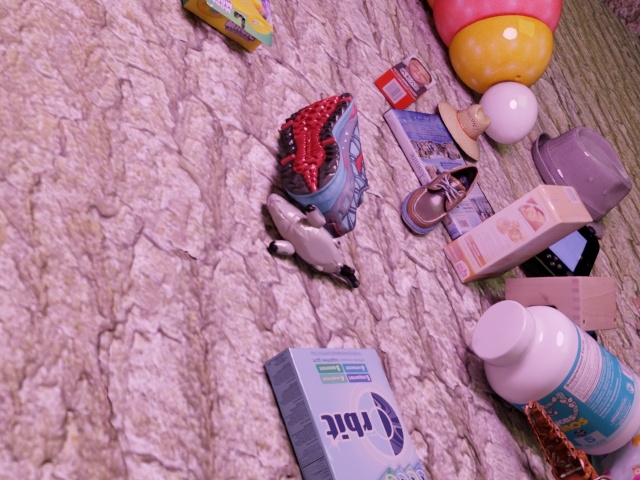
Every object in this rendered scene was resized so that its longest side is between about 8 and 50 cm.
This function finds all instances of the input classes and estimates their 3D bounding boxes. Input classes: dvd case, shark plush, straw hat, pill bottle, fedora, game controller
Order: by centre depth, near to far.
[{"bbox_3d":[0.000,0.000,1.135,0.161,0.073,0.067,30,8,-27],"label":"shark plush"},{"bbox_3d":[0.334,0.189,1.312,0.264,0.146,0.146,36,35,-27],"label":"pill bottle"},{"bbox_3d":[0.214,-0.111,1.569,0.180,0.022,0.253,-5,63,-57],"label":"dvd case"},{"bbox_3d":[0.282,-0.220,1.714,0.144,0.061,0.144,43,27,-28],"label":"straw hat"},{"bbox_3d":[0.442,0.002,1.725,0.166,0.067,0.319,53,30,-1],"label":"game controller"},{"bbox_3d":[0.590,-0.148,2.021,0.275,0.124,0.244,42,33,-20],"label":"fedora"}]

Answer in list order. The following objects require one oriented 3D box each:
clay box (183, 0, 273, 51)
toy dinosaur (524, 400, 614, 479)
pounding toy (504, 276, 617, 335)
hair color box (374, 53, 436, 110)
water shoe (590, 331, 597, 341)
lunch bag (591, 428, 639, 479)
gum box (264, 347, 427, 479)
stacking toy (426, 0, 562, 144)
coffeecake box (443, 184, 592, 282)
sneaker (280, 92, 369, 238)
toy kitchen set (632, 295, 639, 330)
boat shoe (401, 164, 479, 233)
[{"bbox_3d":[-0.134,-0.364,1.311,0.127,0.053,0.222,29,40,-36],"label":"clay box"},{"bbox_3d":[0.349,0.372,1.198,0.322,0.164,0.218,41,13,14],"label":"toy dinosaur"},{"bbox_3d":[0.379,0.106,1.476,0.206,0.181,0.094,3,84,-49],"label":"pounding toy"},{"bbox_3d":[0.152,-0.279,1.629,0.072,0.043,0.141,51,30,-4],"label":"hair color box"},{"bbox_3d":[0.423,0.165,1.522,0.073,0.080,0.203,40,33,-23],"label":"water shoe"},{"bbox_3d":[0.527,0.347,1.415,0.223,0.160,0.262,42,21,-14],"label":"lunch bag"},{"bbox_3d":[0.033,0.205,0.983,0.157,0.041,0.184,10,53,-50],"label":"gum box"},{"bbox_3d":[0.363,-0.415,1.893,0.350,0.350,0.480,19,64,-44],"label":"stacking toy"},{"bbox_3d":[0.307,-0.010,1.434,0.142,0.185,0.068,-4,63,-56],"label":"coffeecake box"},{"bbox_3d":[0.009,-0.097,1.229,0.262,0.104,0.125,-79,148,-52],"label":"sneaker"},{"bbox_3d":[0.692,0.141,1.928,0.075,0.068,0.083,16,47,-46],"label":"toy kitchen set"},{"bbox_3d":[0.188,-0.075,1.427,0.066,0.066,0.183,47,43,0],"label":"boat shoe"}]
